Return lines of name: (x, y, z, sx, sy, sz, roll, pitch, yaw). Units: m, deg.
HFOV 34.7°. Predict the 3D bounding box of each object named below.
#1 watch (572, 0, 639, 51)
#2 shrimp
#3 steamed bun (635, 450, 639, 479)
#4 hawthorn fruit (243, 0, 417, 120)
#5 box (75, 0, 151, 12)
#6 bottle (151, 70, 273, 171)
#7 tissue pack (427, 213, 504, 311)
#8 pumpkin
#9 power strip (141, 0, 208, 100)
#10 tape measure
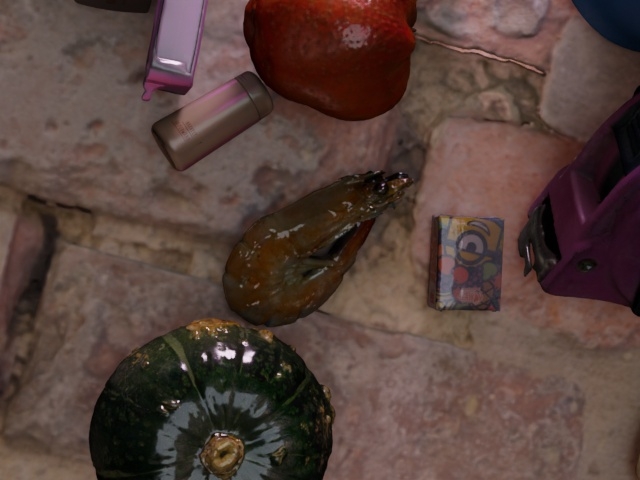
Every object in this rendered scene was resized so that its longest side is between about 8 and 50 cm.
watch: (0.295, -0.272, 0.828, 0.305, 0.241, 0.274, -18, 112, -11)
shrimp: (0.000, 0.000, 0.865, 0.190, 0.042, 0.101, -37, 122, -8)
steamed bun: (0.439, 0.319, 0.919, 0.247, 0.189, 0.428, -41, 102, 1)
hawthorn fruit: (0.007, -0.160, 0.806, 0.138, 0.133, 0.133, 5, 93, -4)
box: (-0.145, -0.296, 0.751, 0.067, 0.149, 0.233, 4, 93, -10)
bottle: (-0.087, -0.098, 0.832, 0.096, 0.045, 0.045, -33, 101, -9)
tissue pack: (0.126, 0.019, 0.895, 0.063, 0.035, 0.083, 2, 95, -13)
pumpkin: (-0.084, 0.153, 0.800, 0.190, 0.146, 0.190, 7, 76, -28)
power strip: (-0.096, -0.242, 0.786, 0.037, 0.109, 0.279, 10, 92, -11)
tape measure: (0.320, -0.021, 0.848, 0.231, 0.149, 0.245, 16, 134, -13)
